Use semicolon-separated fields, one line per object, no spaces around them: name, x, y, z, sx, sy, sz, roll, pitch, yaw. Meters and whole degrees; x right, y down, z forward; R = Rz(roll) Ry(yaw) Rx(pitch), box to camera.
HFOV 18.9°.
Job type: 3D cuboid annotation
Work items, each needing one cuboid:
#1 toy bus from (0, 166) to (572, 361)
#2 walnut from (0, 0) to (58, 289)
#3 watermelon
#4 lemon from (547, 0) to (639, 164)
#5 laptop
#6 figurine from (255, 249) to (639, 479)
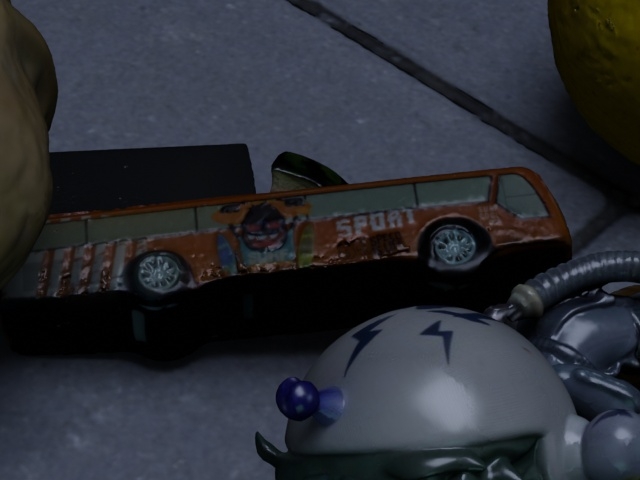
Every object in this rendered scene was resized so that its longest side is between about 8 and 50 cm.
toy bus;-0.026;0.019;1.391;0.409;0.093;0.092;-5;56;-1
walnut;-0.355;-0.075;1.304;0.381;0.381;0.381;4;46;-4
watermelon;0.000;0.000;1.479;0.094;0.125;0.135;-43;81;-6
lemon;0.316;-0.183;1.542;0.293;0.293;0.293;4;46;-4
laptop;-0.145;-0.022;1.512;0.197;0.016;0.135;-2;47;-8
figurine;0.124;0.122;1.282;0.382;0.261;0.186;-14;79;-42
